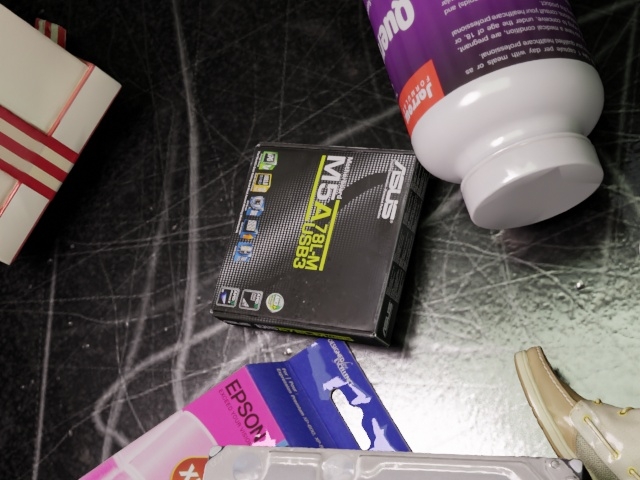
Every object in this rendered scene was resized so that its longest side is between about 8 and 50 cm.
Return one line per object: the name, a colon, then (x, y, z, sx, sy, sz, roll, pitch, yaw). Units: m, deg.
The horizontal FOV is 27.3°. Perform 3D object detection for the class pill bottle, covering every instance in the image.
pill bottle: (0.149, -0.181, 1.228, 0.181, 0.181, 0.323, -22, 67, 13)

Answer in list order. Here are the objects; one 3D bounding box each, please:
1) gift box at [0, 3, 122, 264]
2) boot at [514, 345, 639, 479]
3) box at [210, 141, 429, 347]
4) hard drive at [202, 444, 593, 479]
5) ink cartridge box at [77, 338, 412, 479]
gift box: (-0.390, -0.155, 1.383, 0.276, 0.258, 0.255, 34, 89, 45)
boot: (0.280, 0.150, 1.130, 0.165, 0.077, 0.213, -36, 70, 10)
box: (0.000, 0.000, 1.288, 0.184, 0.045, 0.190, 6, 72, 31)
hard drive: (0.047, 0.292, 1.089, 0.339, 0.064, 0.237, -1, 62, 23)
ink cartridge box: (-0.102, 0.249, 1.253, 0.371, 0.069, 0.176, -34, 65, 5)
